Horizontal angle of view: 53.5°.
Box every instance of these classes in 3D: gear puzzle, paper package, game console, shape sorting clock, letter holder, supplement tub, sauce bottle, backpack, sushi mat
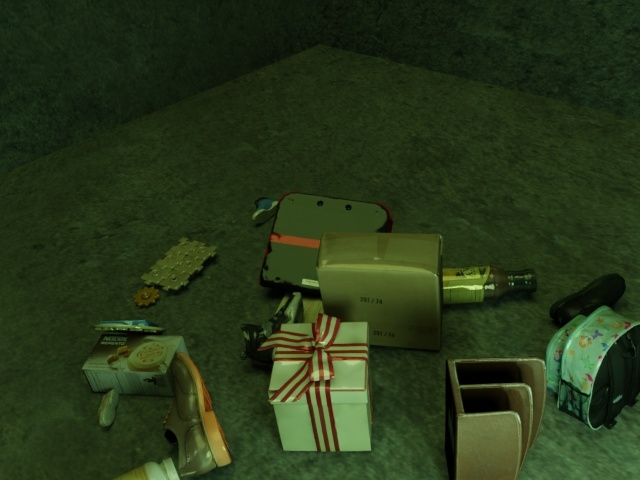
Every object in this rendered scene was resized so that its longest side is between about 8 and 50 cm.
[{"bbox_3d":[-0.496,0.117,2.146,0.175,0.044,0.339,14,43,25],"label":"gear puzzle"},{"bbox_3d":[0.171,0.137,1.747,0.325,0.309,0.168,1,40,13],"label":"paper package"},{"bbox_3d":[0.022,0.017,2.024,0.386,0.060,0.342,8,69,9],"label":"game console"},{"bbox_3d":[-0.554,0.259,1.848,0.206,0.206,0.040,-3,78,6],"label":"shape sorting clock"},{"bbox_3d":[0.378,0.402,1.334,0.214,0.302,0.152,-4,35,5],"label":"letter holder"},{"bbox_3d":[-0.397,0.572,1.376,0.199,0.144,0.144,-21,37,-19],"label":"supplement tub"},{"bbox_3d":[0.459,0.129,1.883,0.344,0.111,0.111,-4,35,3],"label":"sauce bottle"},{"bbox_3d":[0.651,0.281,1.494,0.225,0.253,0.191,-29,41,-24],"label":"backpack"},{"bbox_3d":[-0.081,0.262,1.872,0.151,0.019,0.316,4,36,17],"label":"sushi mat"}]

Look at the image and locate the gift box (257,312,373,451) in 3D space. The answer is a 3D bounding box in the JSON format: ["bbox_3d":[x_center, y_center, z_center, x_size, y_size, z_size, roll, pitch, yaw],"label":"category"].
[{"bbox_3d":[-0.010,0.347,1.527,0.276,0.258,0.255,-4,34,3],"label":"gift box"}]

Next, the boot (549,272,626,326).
[{"bbox_3d":[0.781,0.205,1.720,0.246,0.094,0.207,-23,34,-10],"label":"boot"}]

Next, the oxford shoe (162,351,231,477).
[{"bbox_3d":[-0.333,0.414,1.558,0.132,0.130,0.364,-23,37,-12],"label":"oxford shoe"}]

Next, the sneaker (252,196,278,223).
[{"bbox_3d":[-0.227,-0.117,2.406,0.084,0.058,0.152,23,40,28],"label":"sneaker"}]

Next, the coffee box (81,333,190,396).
[{"bbox_3d":[-0.509,0.343,1.765,0.246,0.098,0.141,1,36,12],"label":"coffee box"}]

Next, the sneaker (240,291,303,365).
[{"bbox_3d":[-0.140,0.242,1.805,0.153,0.101,0.268,3,39,13],"label":"sneaker"}]

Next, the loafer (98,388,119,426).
[{"bbox_3d":[-0.567,0.448,1.683,0.039,0.045,0.125,-22,27,9],"label":"loafer"}]
